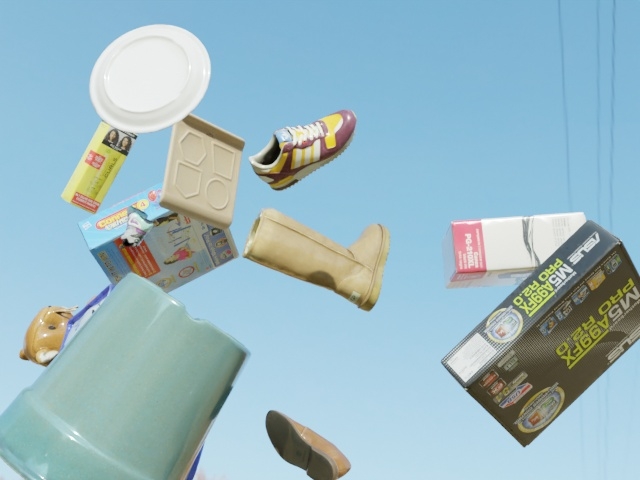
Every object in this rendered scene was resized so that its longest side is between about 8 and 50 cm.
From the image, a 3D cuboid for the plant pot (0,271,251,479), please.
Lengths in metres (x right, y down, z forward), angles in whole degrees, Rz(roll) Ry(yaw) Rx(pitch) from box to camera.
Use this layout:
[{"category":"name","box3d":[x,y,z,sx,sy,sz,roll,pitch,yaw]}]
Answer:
[{"category":"plant pot","box3d":[-0.308,0.254,1.326,0.341,0.334,0.341,32,-11,7]}]

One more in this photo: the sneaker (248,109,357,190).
[{"category":"sneaker","box3d":[-0.027,-0.156,1.289,0.185,0.070,0.084,-38,-42,9]}]

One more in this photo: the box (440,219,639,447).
[{"category":"box","box3d":[0.315,0.132,1.075,0.270,0.060,0.216,-43,-48,1]}]

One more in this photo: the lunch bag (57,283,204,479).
[{"category":"lunch bag","box3d":[-0.415,0.352,1.718,0.327,0.386,0.239,31,-52,-27]}]

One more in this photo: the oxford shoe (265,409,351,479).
[{"category":"oxford shoe","box3d":[-0.027,0.399,1.563,0.076,0.076,0.212,-3,27,-47]}]

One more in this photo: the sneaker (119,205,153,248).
[{"category":"sneaker","box3d":[-0.317,-0.017,1.345,0.038,0.069,0.098,29,5,-26]}]

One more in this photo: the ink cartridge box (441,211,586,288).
[{"category":"ink cartridge box","box3d":[0.352,0.022,1.473,0.237,0.100,0.172,-4,-13,1]}]

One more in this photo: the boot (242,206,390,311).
[{"category":"boot","box3d":[0.000,0.000,1.574,0.269,0.236,0.089,26,-52,-12]}]

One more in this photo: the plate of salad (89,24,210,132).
[{"category":"plate of salad","box3d":[-0.269,-0.255,1.280,0.199,0.200,0.048,3,-21,10]}]

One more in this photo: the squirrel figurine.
[{"category":"squirrel figurine","box3d":[-0.630,0.343,2.215,0.370,0.397,0.281,5,-1,-39]}]

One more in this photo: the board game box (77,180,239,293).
[{"category":"board game box","box3d":[-0.365,0.001,1.878,0.301,0.086,0.308,-27,-30,-10]}]

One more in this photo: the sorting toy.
[{"category":"sorting toy","box3d":[-0.253,-0.146,1.713,0.038,0.208,0.193,-1,-16,43]}]

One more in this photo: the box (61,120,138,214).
[{"category":"box","box3d":[-0.560,-0.189,2.034,0.087,0.232,0.058,30,-1,-42]}]
